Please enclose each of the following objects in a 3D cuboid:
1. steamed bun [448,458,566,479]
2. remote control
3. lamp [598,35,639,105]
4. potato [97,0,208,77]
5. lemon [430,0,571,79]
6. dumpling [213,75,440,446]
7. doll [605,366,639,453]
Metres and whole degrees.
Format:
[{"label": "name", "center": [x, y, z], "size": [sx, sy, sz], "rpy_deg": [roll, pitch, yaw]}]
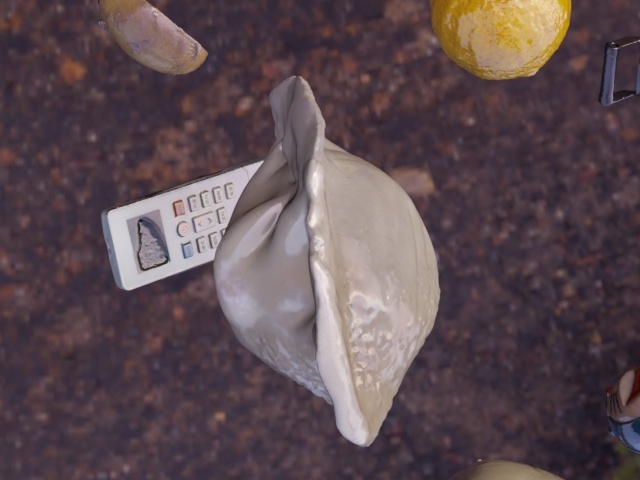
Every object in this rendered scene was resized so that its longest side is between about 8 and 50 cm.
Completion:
[{"label": "steamed bun", "center": [0.177, 0.350, 1.335], "size": [0.233, 0.333, 0.312], "rpy_deg": [12, -179, 4]}, {"label": "remote control", "center": [-0.091, -0.014, 1.249], "size": [0.166, 0.029, 0.065], "rpy_deg": [-21, 107, -37]}, {"label": "lamp", "center": [0.458, -0.198, 1.929], "size": [0.227, 0.172, 0.147], "rpy_deg": [17, 127, 23]}, {"label": "potato", "center": [-0.119, -0.143, 1.180], "size": [0.093, 0.036, 0.037], "rpy_deg": [38, 83, -25]}, {"label": "lemon", "center": [0.180, -0.231, 1.681], "size": [0.142, 0.142, 0.187], "rpy_deg": [-16, 163, 7]}, {"label": "dumpling", "center": [0.001, 0.003, 0.943], "size": [0.126, 0.215, 0.166], "rpy_deg": [5, 138, 17]}, {"label": "doll", "center": [0.330, 0.151, 1.573], "size": [0.152, 0.114, 0.085], "rpy_deg": [-33, 106, 38]}]
